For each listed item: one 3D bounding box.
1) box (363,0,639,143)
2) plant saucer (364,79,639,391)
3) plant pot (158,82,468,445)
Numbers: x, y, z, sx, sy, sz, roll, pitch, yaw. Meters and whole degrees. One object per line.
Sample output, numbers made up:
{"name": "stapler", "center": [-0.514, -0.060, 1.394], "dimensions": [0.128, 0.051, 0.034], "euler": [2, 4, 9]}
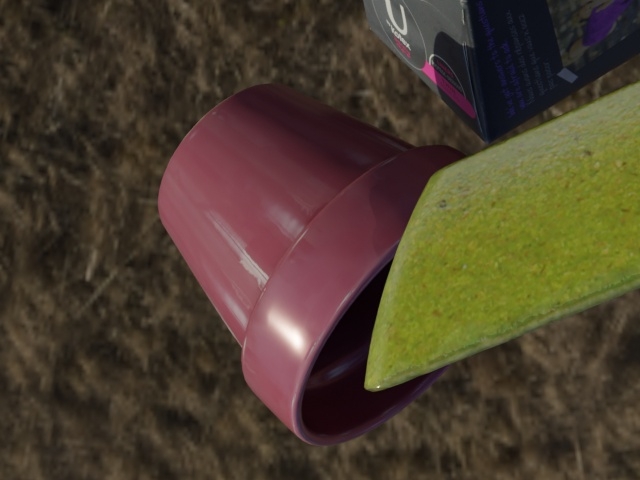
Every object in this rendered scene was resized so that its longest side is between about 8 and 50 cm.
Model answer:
{"name": "box", "center": [0.175, -0.221, 1.009], "dimensions": [0.270, 0.165, 0.143], "euler": [-30, 140, -11]}
{"name": "plant saucer", "center": [0.111, -0.024, 0.383], "dimensions": [0.188, 0.045, 0.188], "euler": [-24, 174, 18]}
{"name": "plant pot", "center": [0.000, 0.000, 0.912], "dimensions": [0.201, 0.180, 0.201], "euler": [-35, 149, -25]}
